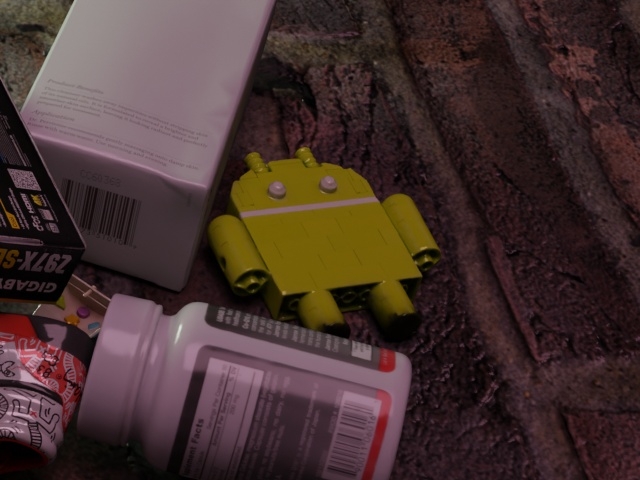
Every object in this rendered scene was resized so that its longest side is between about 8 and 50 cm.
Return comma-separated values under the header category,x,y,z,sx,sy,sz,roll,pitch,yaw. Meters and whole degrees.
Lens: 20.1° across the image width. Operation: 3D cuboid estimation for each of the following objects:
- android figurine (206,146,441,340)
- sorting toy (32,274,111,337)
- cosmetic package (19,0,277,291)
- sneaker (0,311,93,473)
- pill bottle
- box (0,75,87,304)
category,x,y,z,sx,sy,sz,roll,pitch,yaw
android figurine,0.000,0.000,1.937,0.248,0.056,0.273,-6,48,-24
sorting toy,-0.246,0.076,1.783,0.083,0.045,0.075,33,51,16
cosmetic package,-0.192,-0.148,1.960,0.217,0.156,0.385,17,40,0
sneaker,-0.351,0.133,1.644,0.270,0.090,0.145,7,58,7
pill bottle,-0.071,0.149,1.669,0.283,0.161,0.161,15,41,-2
box,-0.389,-0.083,1.669,0.257,0.079,0.322,4,40,-38
